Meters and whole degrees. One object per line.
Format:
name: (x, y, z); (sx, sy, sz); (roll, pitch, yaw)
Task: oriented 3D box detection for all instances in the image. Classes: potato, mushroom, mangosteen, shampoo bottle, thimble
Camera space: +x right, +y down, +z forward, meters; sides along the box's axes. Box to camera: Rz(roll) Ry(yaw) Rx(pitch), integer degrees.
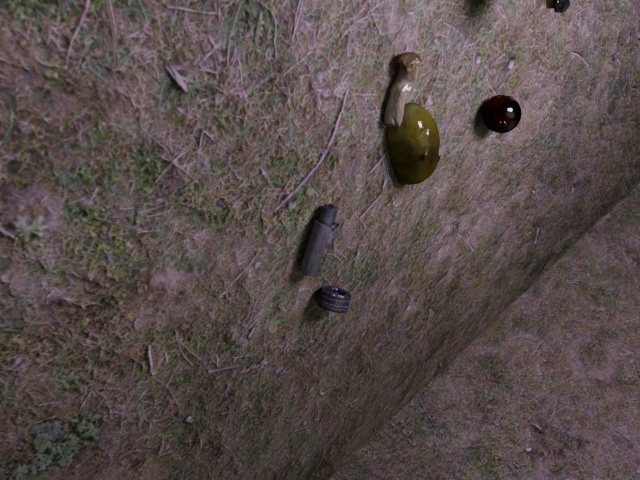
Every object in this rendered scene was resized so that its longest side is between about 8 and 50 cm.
potato: (0.296, -0.274, 1.306); (0.160, 0.111, 0.272); (-37, 136, -13)
mushroom: (0.213, -0.397, 1.180); (0.054, 0.059, 0.202); (-23, 137, -49)
mangosteen: (0.606, -0.431, 1.472); (0.140, 0.140, 0.140); (-23, 131, -28)
shampoo bottle: (0.000, 0.000, 1.269); (0.072, 0.072, 0.214); (-2, 120, -41)
thimble: (0.042, 0.188, 1.425); (0.104, 0.095, 0.066); (15, 100, -9)

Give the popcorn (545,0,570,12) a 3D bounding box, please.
popcorn: (0.539, -0.755, 1.080); (0.292, 0.237, 0.293); (-19, 126, -27)
